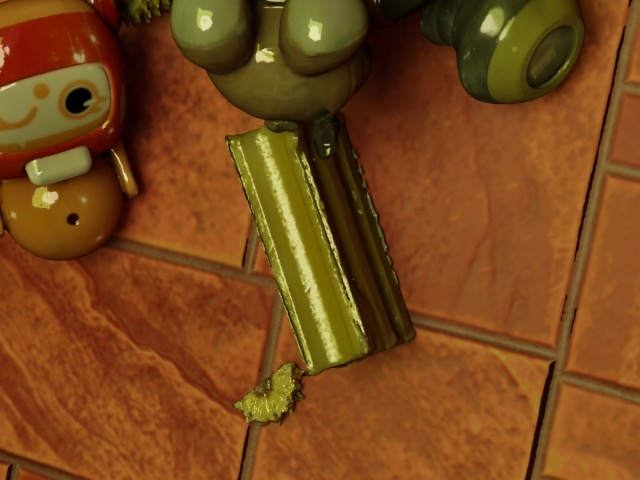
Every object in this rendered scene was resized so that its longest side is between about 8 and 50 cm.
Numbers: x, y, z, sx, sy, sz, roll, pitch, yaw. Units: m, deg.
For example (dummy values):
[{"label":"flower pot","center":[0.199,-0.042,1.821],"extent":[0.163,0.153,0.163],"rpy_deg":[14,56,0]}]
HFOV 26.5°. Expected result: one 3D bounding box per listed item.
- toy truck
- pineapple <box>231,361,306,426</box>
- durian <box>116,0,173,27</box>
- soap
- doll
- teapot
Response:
[{"label":"toy truck","center":[-0.264,-0.110,1.293],"extent":[0.189,0.265,0.239],"rpy_deg":[-19,81,-15]},{"label":"pineapple","center":[-0.045,0.155,1.324],"extent":[0.083,0.019,0.045],"rpy_deg":[-41,71,19]},{"label":"durian","center":[-0.178,-0.292,1.335],"extent":[0.146,0.102,0.208],"rpy_deg":[-59,45,31]},{"label":"soap","center":[0.001,-0.001,1.238],"extent":[0.076,0.135,0.233],"rpy_deg":[-19,85,22]},{"label":"doll","center":[-0.012,-0.214,1.160],"extent":[0.235,0.330,0.174],"rpy_deg":[4,132,12]},{"label":"teapot","center":[0.170,-0.197,1.181],"extent":[0.165,0.130,0.119],"rpy_deg":[-40,57,-14]}]
